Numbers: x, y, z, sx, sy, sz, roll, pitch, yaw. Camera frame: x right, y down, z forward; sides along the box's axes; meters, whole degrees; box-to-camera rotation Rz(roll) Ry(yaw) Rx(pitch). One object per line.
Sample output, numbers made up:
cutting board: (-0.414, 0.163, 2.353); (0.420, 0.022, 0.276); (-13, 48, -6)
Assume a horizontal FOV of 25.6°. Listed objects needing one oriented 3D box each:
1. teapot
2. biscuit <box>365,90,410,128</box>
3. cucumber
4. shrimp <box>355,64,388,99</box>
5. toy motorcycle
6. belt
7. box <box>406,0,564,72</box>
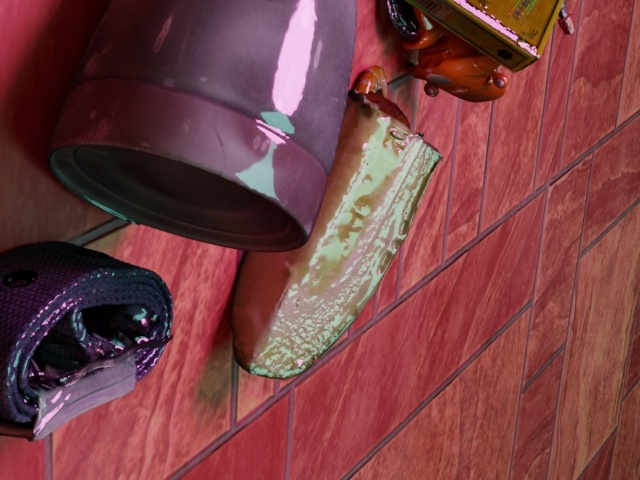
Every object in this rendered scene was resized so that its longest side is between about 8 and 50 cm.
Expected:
teapot: (-0.082, -0.160, 1.265); (0.315, 0.233, 0.312); (123, -14, -73)
biscuit: (0.037, -0.086, 1.680); (0.192, 0.049, 0.192); (-33, 135, -40)
cucumber: (0.001, 0.000, 1.568); (0.145, 0.105, 0.325); (26, 89, -37)
shrimp: (0.052, -0.153, 1.724); (0.127, 0.025, 0.091); (-59, 155, -22)
toy motorcycle: (0.204, -0.304, 1.824); (0.326, 0.148, 0.221); (-44, 119, -37)
belt: (-0.217, 0.083, 1.195); (0.230, 0.126, 0.139); (-23, 122, -60)
box: (0.187, -0.320, 1.703); (0.064, 0.220, 0.141); (-26, -146, 63)
